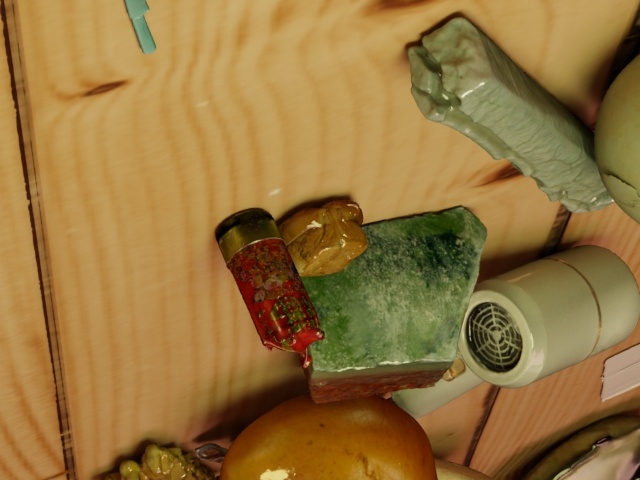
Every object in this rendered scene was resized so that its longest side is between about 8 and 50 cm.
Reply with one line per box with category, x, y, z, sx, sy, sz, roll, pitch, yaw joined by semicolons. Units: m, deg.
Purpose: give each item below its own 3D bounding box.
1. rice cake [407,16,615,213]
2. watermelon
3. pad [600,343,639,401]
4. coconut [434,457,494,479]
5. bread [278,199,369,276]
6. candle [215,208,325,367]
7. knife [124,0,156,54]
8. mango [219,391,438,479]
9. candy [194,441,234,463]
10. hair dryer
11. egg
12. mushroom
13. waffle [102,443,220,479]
rice cake;0.164;-0.088;1.359;0.063;0.066;0.336;-26;156;21
watermelon;0.051;0.085;1.554;0.192;0.140;0.257;-9;159;-15
pad;0.446;0.127;2.110;0.232;0.004;0.156;-25;156;-3
coconut;0.131;0.349;2.028;0.171;0.171;0.183;18;90;-56
bread;0.000;0.000;1.397;0.083;0.046;0.081;-23;161;-11
candle;-0.036;0.042;1.341;0.052;0.131;0.052;-21;157;-9
knife;-0.112;-0.141;1.064;0.014;0.005;0.091;-23;154;-4
mango;-0.002;0.223;1.674;0.187;0.138;0.257;-37;150;11
candy;-0.054;0.219;1.768;0.053;0.046;0.182;-38;155;29
hair dryer;0.142;0.127;1.717;0.173;0.108;0.357;-15;164;-44
egg;0.333;-0.084;1.378;0.253;0.187;0.186;-11;151;-27
mushroom;0.368;0.322;2.294;0.292;0.212;0.217;-16;111;6
waffle;-0.148;0.248;1.737;0.192;0.046;0.160;2;144;-46
